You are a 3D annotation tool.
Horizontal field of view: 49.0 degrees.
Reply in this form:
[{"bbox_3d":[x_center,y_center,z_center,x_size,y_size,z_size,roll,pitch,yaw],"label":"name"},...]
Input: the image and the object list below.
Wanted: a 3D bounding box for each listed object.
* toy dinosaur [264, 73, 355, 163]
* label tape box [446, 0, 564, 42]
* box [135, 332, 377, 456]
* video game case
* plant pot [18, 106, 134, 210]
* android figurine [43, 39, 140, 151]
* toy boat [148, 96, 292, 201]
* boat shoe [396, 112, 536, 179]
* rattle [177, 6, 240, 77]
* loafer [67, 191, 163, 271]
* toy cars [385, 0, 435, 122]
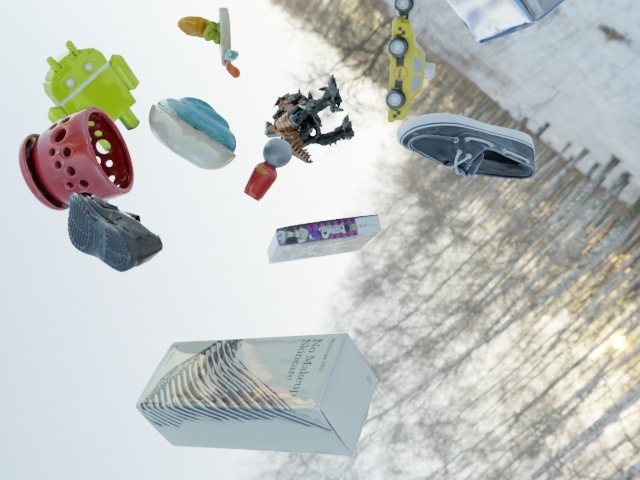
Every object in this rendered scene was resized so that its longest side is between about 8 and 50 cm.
[{"bbox_3d":[-0.035,-0.281,1.748,0.164,0.218,0.322,60,-165,-57],"label":"toy dinosaur"},{"bbox_3d":[0.246,-0.300,0.532,0.106,0.333,0.241,51,-170,-8],"label":"label tape box"},{"bbox_3d":[-0.080,0.185,0.847,0.094,0.275,0.113,59,-142,-32],"label":"box"},{"bbox_3d":[0.000,0.000,1.479,0.232,0.210,0.042,130,130,-75],"label":"video game case"},{"bbox_3d":[-0.503,-0.157,1.446,0.191,0.174,0.191,-20,-90,-80],"label":"plant pot"},{"bbox_3d":[-0.567,-0.361,1.740,0.056,0.248,0.273,18,147,43],"label":"android figurine"},{"bbox_3d":[-0.211,-0.215,1.500,0.318,0.148,0.267,30,-178,-31],"label":"toy boat"},{"bbox_3d":[0.308,-0.184,1.472,0.301,0.108,0.102,10,-125,-11],"label":"boat shoe"},{"bbox_3d":[-0.280,-0.496,1.774,0.142,0.130,0.200,7,-119,-24],"label":"rattle"},{"bbox_3d":[-0.307,-0.011,1.041,0.078,0.080,0.220,-5,-154,-43],"label":"loafer"},{"bbox_3d":[0.179,-0.413,1.330,0.087,0.394,0.176,4,162,7],"label":"toy cars"}]
